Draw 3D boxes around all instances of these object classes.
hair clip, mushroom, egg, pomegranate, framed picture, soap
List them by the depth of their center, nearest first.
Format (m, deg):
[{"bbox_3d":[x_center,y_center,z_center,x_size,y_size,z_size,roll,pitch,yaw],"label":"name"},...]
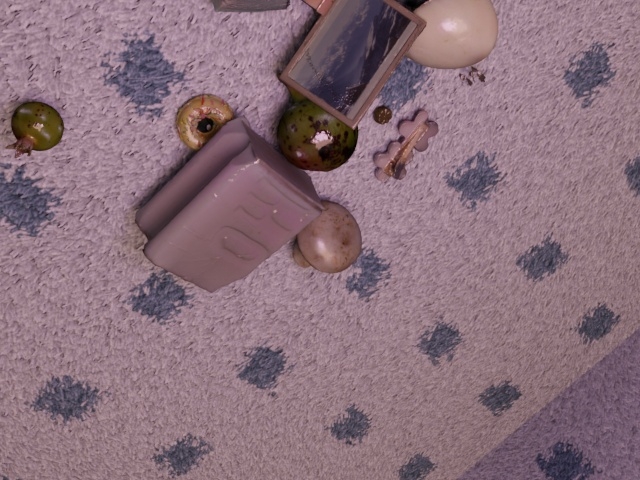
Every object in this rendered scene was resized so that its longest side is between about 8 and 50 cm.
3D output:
[{"bbox_3d":[-0.726,-0.272,1.665,0.129,0.129,0.159,20,75,-28],"label":"pomegranate"},{"bbox_3d":[0.083,-0.496,1.712,0.247,0.022,0.335,36,95,3],"label":"framed picture"},{"bbox_3d":[0.355,-0.554,1.795,0.286,0.174,0.264,-21,167,2],"label":"egg"},{"bbox_3d":[-0.014,-0.343,1.849,0.242,0.242,0.306,-5,78,-16],"label":"pomegranate"},{"bbox_3d":[-0.256,-0.080,1.864,0.435,0.213,0.350,-40,137,12],"label":"soap"},{"bbox_3d":[0.265,-0.288,2.050,0.146,0.075,0.257,27,101,-33],"label":"hair clip"},{"bbox_3d":[0.000,0.000,2.062,0.243,0.243,0.244,-9,122,-14],"label":"mushroom"}]

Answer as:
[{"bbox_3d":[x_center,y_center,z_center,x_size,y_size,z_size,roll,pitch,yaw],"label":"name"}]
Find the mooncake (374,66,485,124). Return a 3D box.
[{"bbox_3d":[0.327,-0.440,1.994,0.346,0.057,0.150,-35,137,10],"label":"mooncake"}]

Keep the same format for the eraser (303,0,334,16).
[{"bbox_3d":[0.040,-0.731,1.658,0.291,0.171,0.087,-52,149,14],"label":"eraser"}]

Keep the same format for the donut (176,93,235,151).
[{"bbox_3d":[-0.316,-0.320,1.825,0.174,0.068,0.175,-8,123,-13],"label":"donut"}]

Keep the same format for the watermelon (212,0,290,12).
[{"bbox_3d":[-0.132,-0.663,1.516,0.228,0.258,0.387,24,125,-18],"label":"watermelon"}]

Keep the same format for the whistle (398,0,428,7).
[{"bbox_3d":[0.254,-0.720,1.751,0.289,0.163,0.164,17,114,-5],"label":"whistle"}]

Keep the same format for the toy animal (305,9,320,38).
[{"bbox_3d":[0.012,-0.607,1.773,0.079,0.070,0.253,31,109,-15],"label":"toy animal"}]
